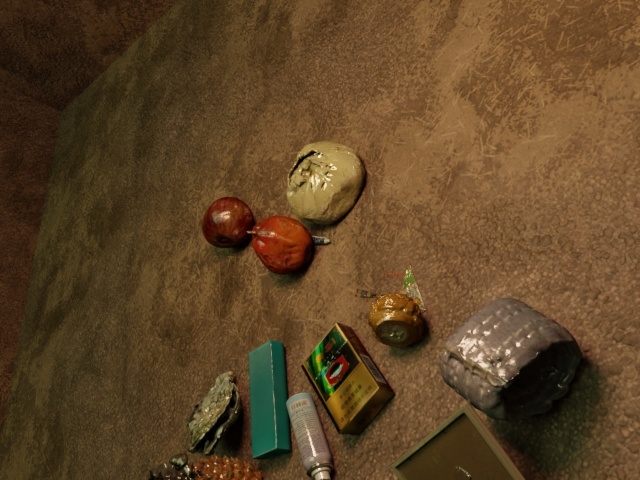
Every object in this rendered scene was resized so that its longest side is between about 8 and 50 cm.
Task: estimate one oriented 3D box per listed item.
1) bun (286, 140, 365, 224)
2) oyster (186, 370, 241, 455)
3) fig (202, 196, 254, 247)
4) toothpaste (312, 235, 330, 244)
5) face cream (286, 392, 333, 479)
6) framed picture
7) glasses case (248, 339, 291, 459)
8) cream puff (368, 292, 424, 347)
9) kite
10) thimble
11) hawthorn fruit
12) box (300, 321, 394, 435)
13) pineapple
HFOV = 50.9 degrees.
[{"bbox_3d":[-0.006,-0.176,1.934,0.259,0.152,0.259,-20,60,39],"label":"bun"},{"bbox_3d":[-0.301,0.492,1.897,0.198,0.112,0.268,-55,9,7],"label":"oyster"},{"bbox_3d":[-0.294,-0.083,2.197,0.175,0.175,0.207,-18,43,41],"label":"fig"},{"bbox_3d":[0.000,0.000,1.940,0.083,0.019,0.027,2,89,52],"label":"toothpaste"},{"bbox_3d":[-0.024,0.496,1.675,0.075,0.075,0.229,-43,44,24],"label":"face cream"},{"bbox_3d":[0.265,0.466,1.288,0.211,0.020,0.289,55,137,22],"label":"framed picture"},{"bbox_3d":[-0.137,0.434,1.839,0.117,0.070,0.301,-34,51,39],"label":"glasses case"},{"bbox_3d":[0.177,0.180,1.572,0.126,0.144,0.103,-12,46,20],"label":"cream puff"},{"bbox_3d":[0.174,0.142,1.691,0.244,0.006,0.198,13,81,49],"label":"kite"},{"bbox_3d":[0.361,0.228,1.276,0.172,0.236,0.205,34,122,53],"label":"thimble"},{"bbox_3d":[-0.109,0.012,1.934,0.173,0.179,0.173,-12,52,16],"label":"hawthorn fruit"},{"bbox_3d":[0.063,0.340,1.664,0.159,0.071,0.240,-55,41,16],"label":"box"},{"bbox_3d":[-0.314,0.644,1.697,0.223,0.357,0.223,-23,53,35],"label":"pineapple"}]
